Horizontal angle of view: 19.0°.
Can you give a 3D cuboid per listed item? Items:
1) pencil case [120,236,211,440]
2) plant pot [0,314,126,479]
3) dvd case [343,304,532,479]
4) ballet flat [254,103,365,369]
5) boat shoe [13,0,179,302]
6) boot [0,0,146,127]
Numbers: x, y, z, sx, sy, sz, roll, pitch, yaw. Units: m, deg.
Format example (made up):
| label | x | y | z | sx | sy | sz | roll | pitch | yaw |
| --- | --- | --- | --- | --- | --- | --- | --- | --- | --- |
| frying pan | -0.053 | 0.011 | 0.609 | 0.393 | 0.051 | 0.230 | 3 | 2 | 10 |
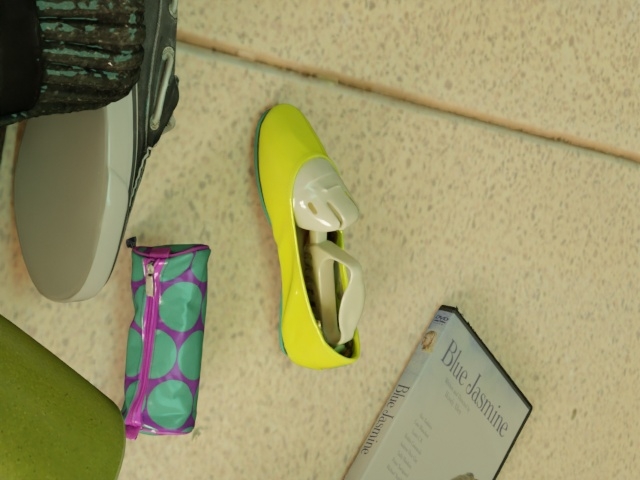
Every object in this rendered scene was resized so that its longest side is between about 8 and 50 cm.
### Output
| label | x | y | z | sx | sy | sz | roll | pitch | yaw |
| --- | --- | --- | --- | --- | --- | --- | --- | --- | --- |
| pencil case | -0.123 | 0.075 | 1.478 | 0.070 | 0.064 | 0.151 | -6 | 102 | -63 |
| plant pot | -0.315 | 0.096 | 1.151 | 0.293 | 0.275 | 0.275 | 50 | 60 | -23 |
| dvd case | 0.102 | 0.211 | 1.785 | 0.180 | 0.022 | 0.253 | 50 | 61 | -41 |
| ballet flat | 0.000 | 0.000 | 1.588 | 0.077 | 0.077 | 0.231 | -21 | 113 | -43 |
| boat shoe | -0.150 | -0.103 | 1.390 | 0.102 | 0.108 | 0.301 | 5 | 86 | -47 |
| boot | -0.258 | -0.217 | 1.191 | 0.260 | 0.131 | 0.348 | -23 | 120 | -29 |
